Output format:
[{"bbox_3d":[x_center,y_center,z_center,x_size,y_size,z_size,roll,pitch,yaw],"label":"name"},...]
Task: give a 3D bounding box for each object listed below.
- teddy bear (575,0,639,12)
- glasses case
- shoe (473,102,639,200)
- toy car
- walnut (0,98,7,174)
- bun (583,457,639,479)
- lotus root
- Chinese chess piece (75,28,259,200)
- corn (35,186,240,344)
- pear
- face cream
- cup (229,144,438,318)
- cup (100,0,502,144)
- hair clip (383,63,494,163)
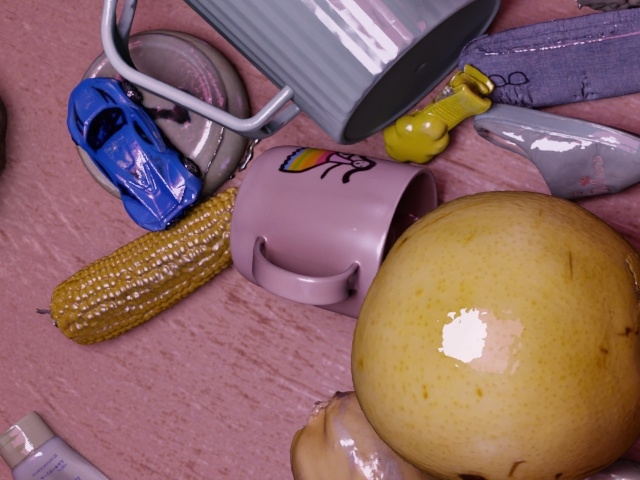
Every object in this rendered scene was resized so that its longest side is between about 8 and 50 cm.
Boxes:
[{"bbox_3d":[0.259,-0.470,1.710,0.368,0.357,0.224,20,52,1],"label":"teddy bear"},{"bbox_3d":[0.300,-0.211,1.784,0.283,0.109,0.067,-6,53,16],"label":"glasses case"},{"bbox_3d":[0.290,-0.093,1.786,0.251,0.103,0.100,16,92,21],"label":"shoe"},{"bbox_3d":[-0.233,-0.110,1.861,0.103,0.063,0.216,-42,78,12],"label":"toy car"},{"bbox_3d":[-0.513,-0.118,1.951,0.248,0.248,0.248,-1,86,16],"label":"walnut"},{"bbox_3d":[0.335,0.340,1.733,0.195,0.118,0.195,1,93,15],"label":"bun"},{"bbox_3d":[0.087,0.334,1.790,0.169,0.151,0.342,-34,82,31],"label":"lotus root"},{"bbox_3d":[-0.198,-0.153,1.934,0.238,0.092,0.237,-1,86,15],"label":"Chinese chess piece"},{"bbox_3d":[-0.209,0.041,1.921,0.310,0.101,0.101,-28,79,9],"label":"corn"},{"bbox_3d":[0.207,0.110,1.671,0.348,0.348,0.348,-1,86,16],"label":"pear"},{"bbox_3d":[-0.321,0.324,1.957,0.114,0.070,0.224,-40,86,10],"label":"face cream"},{"bbox_3d":[0.000,0.000,1.788,0.200,0.253,0.191,14,120,20],"label":"cup"},{"bbox_3d":[-0.037,-0.310,1.810,0.392,0.310,0.401,49,123,10],"label":"cup"},{"bbox_3d":[0.138,-0.139,1.823,0.072,0.046,0.173,33,138,-21],"label":"hair clip"}]
